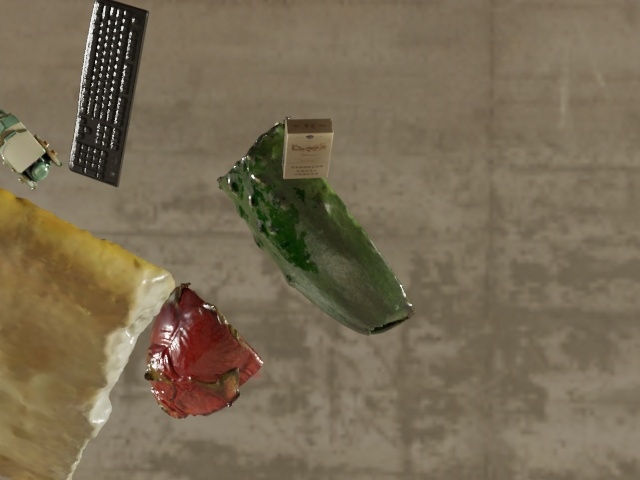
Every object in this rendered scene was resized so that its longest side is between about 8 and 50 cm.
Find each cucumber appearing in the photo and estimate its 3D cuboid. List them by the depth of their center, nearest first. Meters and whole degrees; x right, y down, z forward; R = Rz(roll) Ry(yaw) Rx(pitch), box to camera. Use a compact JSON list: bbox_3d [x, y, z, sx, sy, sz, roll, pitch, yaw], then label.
[{"bbox_3d":[-0.002,0.002,1.719,0.145,0.325,0.105,-38,-177,2],"label":"cucumber"}]

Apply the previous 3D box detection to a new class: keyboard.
[{"bbox_3d":[-0.304,-0.271,1.893,0.103,0.381,0.041,19,-167,18],"label":"keyboard"}]

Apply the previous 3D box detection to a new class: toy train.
[{"bbox_3d":[-0.514,-0.164,2.160,0.125,0.081,0.194,55,170,-34],"label":"toy train"}]

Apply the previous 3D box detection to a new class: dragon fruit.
[{"bbox_3d":[-0.170,0.156,1.655,0.127,0.161,0.120,39,178,-24],"label":"dragon fruit"}]

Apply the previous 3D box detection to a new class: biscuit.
[{"bbox_3d":[-0.392,0.089,1.351,0.446,0.104,0.429,29,136,-13],"label":"biscuit"}]

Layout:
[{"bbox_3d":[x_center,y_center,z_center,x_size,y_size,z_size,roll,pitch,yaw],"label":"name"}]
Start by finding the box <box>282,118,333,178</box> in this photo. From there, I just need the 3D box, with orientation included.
[{"bbox_3d":[-0.015,-0.103,1.444,0.053,0.024,0.083,-2,143,-8],"label":"box"}]
